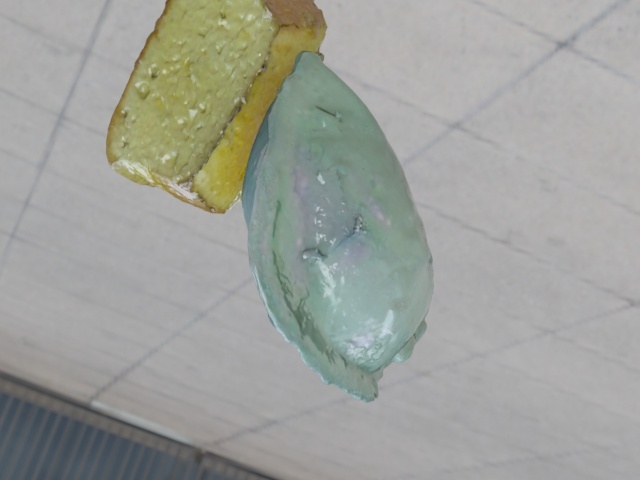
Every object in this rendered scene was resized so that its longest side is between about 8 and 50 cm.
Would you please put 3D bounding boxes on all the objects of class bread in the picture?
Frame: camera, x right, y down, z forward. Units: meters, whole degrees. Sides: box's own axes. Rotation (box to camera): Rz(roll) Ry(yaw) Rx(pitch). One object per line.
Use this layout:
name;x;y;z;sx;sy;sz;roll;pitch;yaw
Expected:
bread;-0.069;-0.109;0.820;0.103;0.187;0.065;38;-169;29

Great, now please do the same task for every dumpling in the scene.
dumpling;0.011;-0.004;0.743;0.105;0.216;0.149;-17;-168;0
